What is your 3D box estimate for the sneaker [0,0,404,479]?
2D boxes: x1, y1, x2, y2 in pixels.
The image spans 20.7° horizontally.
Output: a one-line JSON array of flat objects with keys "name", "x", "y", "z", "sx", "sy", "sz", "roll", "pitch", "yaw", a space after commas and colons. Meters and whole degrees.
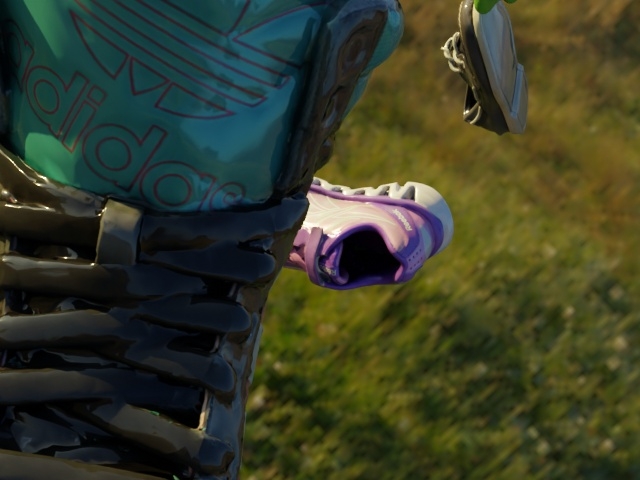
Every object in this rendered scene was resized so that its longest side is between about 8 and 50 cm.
[{"name": "sneaker", "x": -0.049, "y": 0.003, "z": 0.443, "sx": 0.124, "sy": 0.178, "sz": 0.295, "roll": 9, "pitch": 42, "yaw": -7}]

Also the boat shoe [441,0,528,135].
[{"name": "boat shoe", "x": 0.137, "y": -0.150, "z": 1.538, "sx": 0.206, "sy": 0.065, "sz": 0.075, "roll": 55, "pitch": 41, "yaw": -63}]

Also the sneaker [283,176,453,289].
[{"name": "sneaker", "x": 0.000, "y": 0.000, "z": 1.639, "sx": 0.104, "sy": 0.236, "sz": 0.095, "roll": -64, "pitch": 149, "yaw": -50}]

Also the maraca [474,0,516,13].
[{"name": "maraca", "x": 0.133, "y": -0.245, "z": 1.331, "sx": 0.099, "sy": 0.127, "sz": 0.186, "roll": 42, "pitch": -1, "yaw": 33}]
